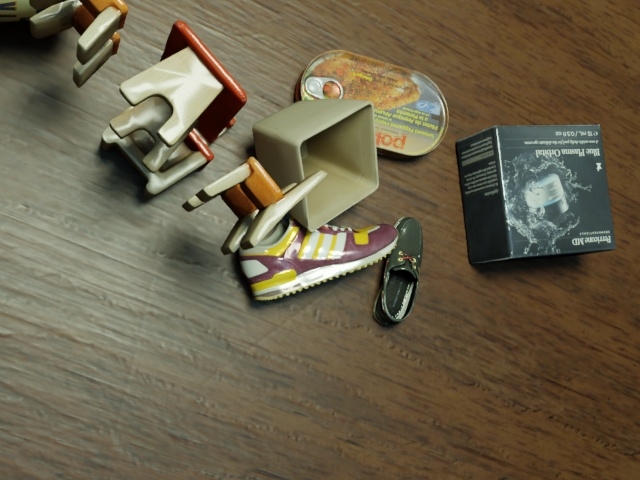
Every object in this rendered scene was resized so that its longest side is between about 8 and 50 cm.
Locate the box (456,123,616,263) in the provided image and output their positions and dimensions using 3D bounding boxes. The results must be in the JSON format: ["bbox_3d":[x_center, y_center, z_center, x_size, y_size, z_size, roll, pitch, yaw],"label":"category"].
[{"bbox_3d":[0.263,-0.056,0.947,0.156,0.093,0.158,-4,86,-21],"label":"box"}]

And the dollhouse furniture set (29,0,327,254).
[{"bbox_3d":[-0.124,-0.128,0.719,0.135,0.259,0.262,-43,99,-17],"label":"dollhouse furniture set"}]

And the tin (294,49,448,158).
[{"bbox_3d":[0.061,-0.157,0.913,0.190,0.040,0.106,12,75,-19],"label":"tin"}]

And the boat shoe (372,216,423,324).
[{"bbox_3d":[0.097,0.034,0.900,0.049,0.042,0.133,20,75,-15],"label":"boat shoe"}]

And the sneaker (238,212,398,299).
[{"bbox_3d":[0.000,0.000,0.852,0.186,0.069,0.083,-21,96,-23],"label":"sneaker"}]

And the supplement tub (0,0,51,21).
[{"bbox_3d":[-0.380,-0.302,0.657,0.325,0.235,0.235,-10,87,-21],"label":"supplement tub"}]

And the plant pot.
[{"bbox_3d":[-0.012,-0.093,0.827,0.109,0.096,0.109,-34,135,-32],"label":"plant pot"}]
